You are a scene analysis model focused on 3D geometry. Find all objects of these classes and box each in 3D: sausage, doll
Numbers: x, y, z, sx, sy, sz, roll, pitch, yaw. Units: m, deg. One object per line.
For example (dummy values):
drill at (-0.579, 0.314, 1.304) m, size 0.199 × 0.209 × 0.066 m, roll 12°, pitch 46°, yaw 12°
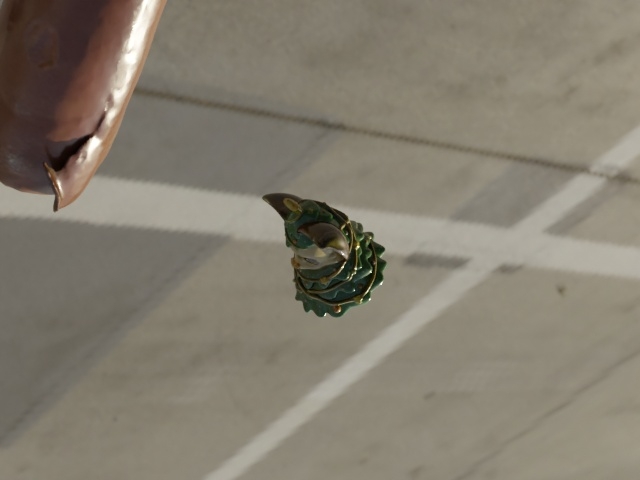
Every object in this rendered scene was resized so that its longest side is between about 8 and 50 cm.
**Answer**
sausage at (-0.094, -0.205, 0.782) m, size 0.094 × 0.094 × 0.419 m, roll 24°, pitch 115°, yaw -7°
doll at (0.009, -0.004, 1.099) m, size 0.076 × 0.078 × 0.113 m, roll -32°, pitch 137°, yaw -19°
